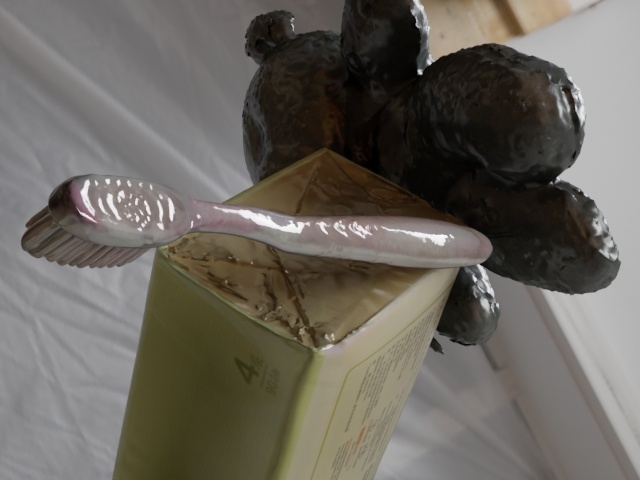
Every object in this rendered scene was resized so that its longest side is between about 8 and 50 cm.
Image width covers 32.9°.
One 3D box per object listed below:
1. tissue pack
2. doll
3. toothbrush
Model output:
[{"bbox_3d":[-0.026,0.086,0.632,0.159,0.125,0.234,-34,148,-46],"label":"tissue pack"},{"bbox_3d":[0.038,-0.048,0.692,0.158,0.246,0.340,-24,-157,-14],"label":"doll"},{"bbox_3d":[0.000,0.000,0.448,0.029,0.025,0.307,-33,161,28],"label":"toothbrush"}]
